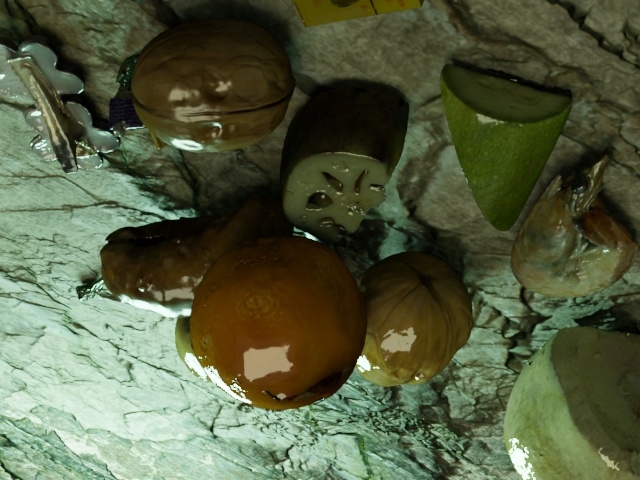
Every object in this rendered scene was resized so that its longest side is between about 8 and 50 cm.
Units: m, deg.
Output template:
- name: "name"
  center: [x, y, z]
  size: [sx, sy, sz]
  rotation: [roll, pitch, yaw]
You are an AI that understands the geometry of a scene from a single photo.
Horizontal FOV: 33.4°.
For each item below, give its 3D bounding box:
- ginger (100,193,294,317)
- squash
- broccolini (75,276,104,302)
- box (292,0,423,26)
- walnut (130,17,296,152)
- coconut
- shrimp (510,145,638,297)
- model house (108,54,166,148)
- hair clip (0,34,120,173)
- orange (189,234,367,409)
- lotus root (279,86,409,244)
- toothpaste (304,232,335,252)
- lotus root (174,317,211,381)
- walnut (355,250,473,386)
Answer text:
- name: "ginger"
  center: [-0.176, 0.030, 1.634]
  size: [0.321, 0.165, 0.172]
  rotation: [-16, 126, 13]
- name: "squash"
  center: [0.205, -0.096, 1.376]
  size: [0.169, 0.093, 0.252]
  rotation: [16, 142, 1]
- name: "broccolini"
  center: [-0.392, 0.068, 1.884]
  size: [0.140, 0.030, 0.035]
  rotation: [-39, 80, 42]
- name: "box"
  center: [0.036, -0.300, 1.253]
  size: [0.155, 0.023, 0.087]
  rotation: [-4, 140, 26]
- name: "walnut"
  center: [-0.133, -0.193, 1.334]
  size: [0.207, 0.167, 0.167]
  rotation: [-4, 141, -5]
- name: "coconut"
  center: [0.420, 0.284, 1.604]
  size: [0.297, 0.297, 0.254]
  rotation: [23, 140, -6]
- name: "shrimp"
  center: [0.359, -0.011, 1.444]
  size: [0.168, 0.077, 0.317]
  rotation: [8, 146, -3]
- name: "model house"
  center: [-0.240, -0.187, 1.441]
  size: [0.101, 0.100, 0.088]
  rotation: [1, 139, 22]
- name: "hair clip"
  center: [-0.387, -0.190, 1.528]
  size: [0.146, 0.075, 0.257]
  rotation: [-3, 131, 22]
- name: "orange"
  center: [-0.058, 0.116, 1.468]
  size: [0.246, 0.246, 0.246]
  rotation: [11, 142, 9]
- name: "lotus root"
  center: [0.018, -0.102, 1.424]
  size: [0.138, 0.119, 0.235]
  rotation: [20, 144, -11]
- name: "toothpaste"
  center: [0.000, 0.000, 1.627]
  size: [0.057, 0.035, 0.197]
  rotation: [0, 136, 14]
- name: "lotus root"
  center: [-0.192, 0.166, 1.846]
  size: [0.125, 0.118, 0.221]
  rotation: [-2, 144, -2]
- name: "walnut"
  center: [0.126, 0.122, 1.596]
  size: [0.195, 0.195, 0.221]
  rotation: [22, 148, -4]
